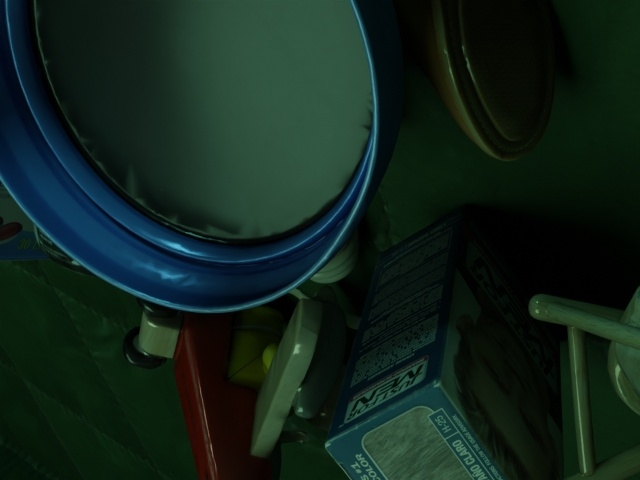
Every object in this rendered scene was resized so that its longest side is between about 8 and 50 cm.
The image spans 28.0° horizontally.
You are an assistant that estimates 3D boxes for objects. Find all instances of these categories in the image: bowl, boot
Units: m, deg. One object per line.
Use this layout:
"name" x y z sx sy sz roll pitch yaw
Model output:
"bowl" -0.113 -0.136 0.971 0.391 0.077 0.391 14 120 26
"boot" 0.044 -0.182 0.982 0.220 0.109 0.283 -6 120 58

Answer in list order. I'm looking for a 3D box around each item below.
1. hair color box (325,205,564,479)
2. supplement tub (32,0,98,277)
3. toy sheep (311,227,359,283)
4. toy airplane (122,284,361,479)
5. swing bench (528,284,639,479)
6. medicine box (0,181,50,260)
"hair color box" 0.115 0.120 1.060 0.105 0.347 0.174 -31 104 20
"supplement tub" -0.174 -0.151 1.184 0.207 0.207 0.338 25 125 39
"toy sheep" 0.000 0.000 1.344 0.091 0.091 0.132 28 162 36
"toy airplane" -0.064 0.216 1.529 0.386 0.273 0.384 -159 67 -66
"swing bench" 0.296 0.112 0.813 0.253 0.255 0.165 -156 60 -80
"medicine box" -0.341 -0.136 1.332 0.149 0.263 0.289 31 108 31
